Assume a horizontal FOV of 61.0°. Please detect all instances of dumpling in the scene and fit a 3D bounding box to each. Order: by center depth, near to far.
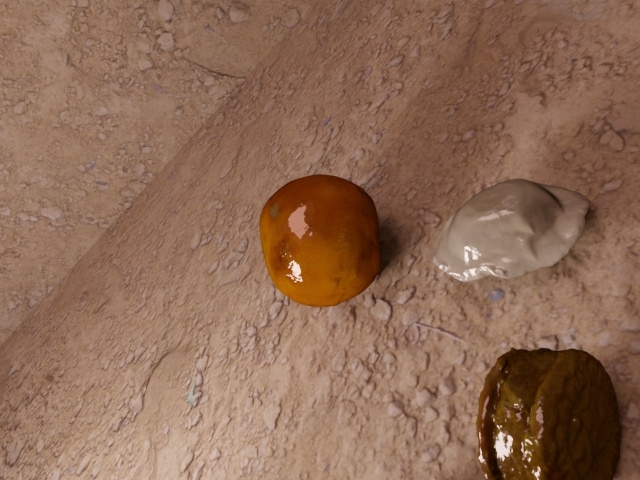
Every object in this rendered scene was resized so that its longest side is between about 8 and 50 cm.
[{"bbox_3d":[0.292,-0.013,0.842,0.250,0.132,0.162,-25,33,12],"label":"dumpling"}]

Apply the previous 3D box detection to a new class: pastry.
[{"bbox_3d":[0.268,0.219,0.635,0.103,0.189,0.188,-8,55,49],"label":"pastry"}]

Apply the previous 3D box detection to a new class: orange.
[{"bbox_3d":[0.000,0.000,1.051,0.261,0.261,0.261,-29,42,30],"label":"orange"}]
